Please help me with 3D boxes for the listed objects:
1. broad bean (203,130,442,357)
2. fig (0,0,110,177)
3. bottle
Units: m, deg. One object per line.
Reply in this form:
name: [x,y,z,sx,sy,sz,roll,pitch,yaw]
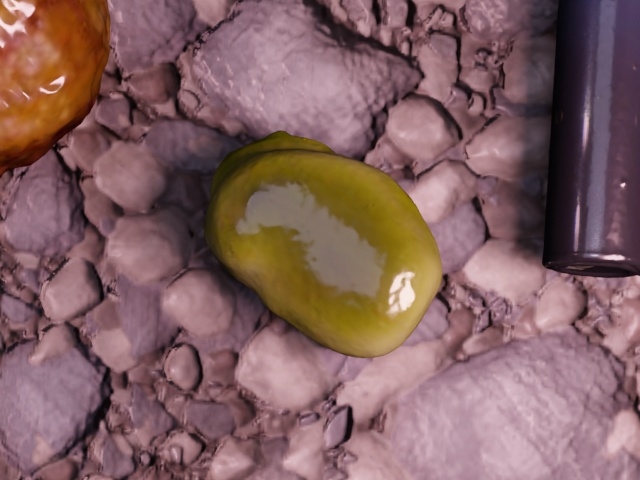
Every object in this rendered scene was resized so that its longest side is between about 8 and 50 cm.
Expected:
broad bean: [0.000,0.000,1.327,0.174,0.082,0.124,29,88,4]
fig: [-0.255,-0.230,1.340,0.286,0.286,0.369,13,61,13]
bottle: [0.194,-0.099,1.302,0.082,0.072,0.244,7,82,-25]
